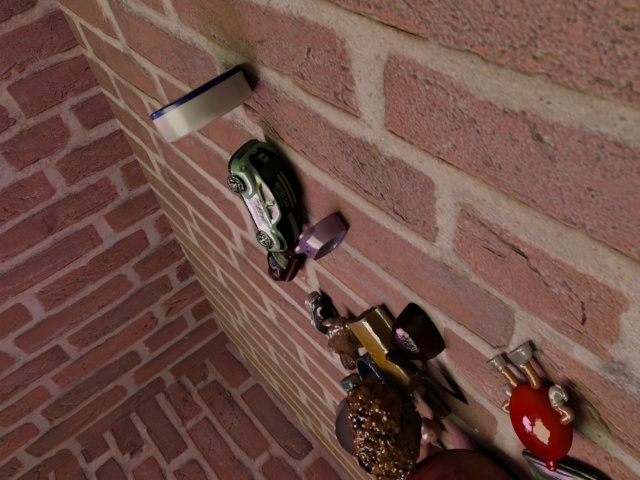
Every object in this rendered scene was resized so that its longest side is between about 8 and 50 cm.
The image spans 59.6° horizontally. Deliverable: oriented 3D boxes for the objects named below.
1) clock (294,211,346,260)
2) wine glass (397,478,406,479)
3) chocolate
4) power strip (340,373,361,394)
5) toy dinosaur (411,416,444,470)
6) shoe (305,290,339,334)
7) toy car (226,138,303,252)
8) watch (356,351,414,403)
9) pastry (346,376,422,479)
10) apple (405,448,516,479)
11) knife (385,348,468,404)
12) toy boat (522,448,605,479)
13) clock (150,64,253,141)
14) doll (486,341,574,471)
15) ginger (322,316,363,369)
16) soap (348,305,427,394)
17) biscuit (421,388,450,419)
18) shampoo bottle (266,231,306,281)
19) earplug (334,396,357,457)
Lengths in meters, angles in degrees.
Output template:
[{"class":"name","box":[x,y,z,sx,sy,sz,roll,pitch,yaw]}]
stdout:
[{"class":"clock","box":[0.000,0.000,1.333,0.050,0.110,0.152,54,161,12]},{"class":"wine glass","box":[0.237,0.797,2.016,0.321,0.143,0.143,38,154,37]},{"class":"chocolate","box":[0.210,0.228,1.269,0.125,0.080,0.148,45,156,26]},{"class":"power strip","box":[0.170,0.552,1.911,0.215,0.061,0.145,54,153,1]},{"class":"toy dinosaur","box":[0.295,0.573,1.614,0.177,0.152,0.194,-27,111,31]},{"class":"shoe","box":[0.018,0.237,1.730,0.099,0.071,0.169,20,140,47]},{"class":"toy car","box":[-0.116,-0.104,1.406,0.125,0.136,0.305,4,131,38]},{"class":"watch","box":[0.187,0.422,1.646,0.206,0.068,0.193,48,159,24]},{"class":"pastry","box":[0.170,0.469,1.422,0.275,0.193,0.274,172,90,-86]},{"class":"apple","box":[0.366,0.663,1.365,0.345,0.270,0.344,160,90,-76]},{"class":"knife","box":[0.253,0.327,1.312,0.231,0.028,0.060,34,180,-8]},{"class":"toy boat","box":[0.481,0.468,1.089,0.104,0.052,0.210,60,158,-8]},{"class":"clock","box":[-0.267,-0.309,1.269,0.230,0.230,0.083,15,139,60]},{"class":"doll","box":[0.385,0.296,0.995,0.183,0.085,0.217,115,135,-65]},{"class":"ginger","box":[0.075,0.311,1.712,0.122,0.084,0.290,3,146,9]},{"class":"soap","box":[0.179,0.282,1.432,0.232,0.073,0.140,53,164,2]},{"class":"biscuit","box":[0.302,0.431,1.471,0.083,0.018,0.081,48,159,18]},{"class":"shampoo bottle","box":[-0.109,0.048,1.688,0.129,0.084,0.323,55,160,9]},{"class":"earplug","box":[0.115,0.558,1.759,0.172,0.172,0.301,54,173,2]}]
